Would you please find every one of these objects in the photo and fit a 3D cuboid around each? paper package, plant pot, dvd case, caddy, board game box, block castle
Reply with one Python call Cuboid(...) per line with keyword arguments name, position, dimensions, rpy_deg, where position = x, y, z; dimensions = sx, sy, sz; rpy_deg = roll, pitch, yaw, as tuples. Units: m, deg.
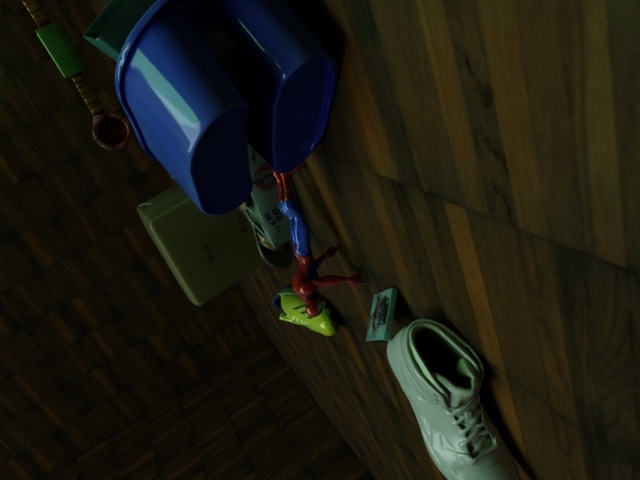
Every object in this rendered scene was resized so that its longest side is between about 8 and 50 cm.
Cuboid(name="paper package", position=(-0.338, -0.022, 1.575), dimensions=(0.168, 0.309, 0.325), rpy_deg=(30, 148, 55))
Cuboid(name="plant pot", position=(-0.242, -0.326, 0.884), dimensions=(0.234, 0.166, 0.165), rpy_deg=(38, 178, -37))
Cuboid(name="dvd case", position=(0.103, 0.130, 0.883), dimensions=(0.119, 0.013, 0.087), rpy_deg=(124, 158, -76))
Cuboid(name="caddy", position=(-0.121, -0.186, 0.671), dimensions=(0.179, 0.241, 0.341), rpy_deg=(50, 164, 10))
Cuboid(name="board game box", position=(-0.154, -0.164, 1.108), dimensions=(0.224, 0.097, 0.303), rpy_deg=(42, 157, 47))
Cuboid(name="block castle", position=(-0.461, -0.462, 1.133), dimensions=(0.213, 0.303, 0.453), rpy_deg=(36, 154, 55))

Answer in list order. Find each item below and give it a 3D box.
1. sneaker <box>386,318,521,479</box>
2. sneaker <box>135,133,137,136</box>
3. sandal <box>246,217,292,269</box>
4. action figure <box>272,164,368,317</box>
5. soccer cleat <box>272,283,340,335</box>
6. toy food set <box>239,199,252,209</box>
Cuboid(name="sneaker", position=(0.194, 0.246, 0.727), dimensions=(0.293, 0.108, 0.169), rpy_deg=(56, 169, 16))
Cuboid(name="sneaker", position=(-0.304, -0.251, 1.165), dimensions=(0.107, 0.110, 0.275), rpy_deg=(58, -151, -3))
Cuboid(name="sandal", position=(-0.131, -0.017, 1.394), dimensions=(0.060, 0.090, 0.219), rpy_deg=(0, 115, 48))
Cuboid(name="action figure", position=(0.000, 0.000, 0.964), dimensions=(0.091, 0.139, 0.281), rpy_deg=(-173, 76, -76))
Cuboid(name="soccer cleat", position=(-0.044, 0.202, 1.410), dimensions=(0.289, 0.121, 0.093), rpy_deg=(32, 149, 61))
Cuboid(name="toy food set", position=(-0.171, -0.099, 1.063), dimensions=(0.083, 0.020, 0.083), rpy_deg=(45, 160, 40))
